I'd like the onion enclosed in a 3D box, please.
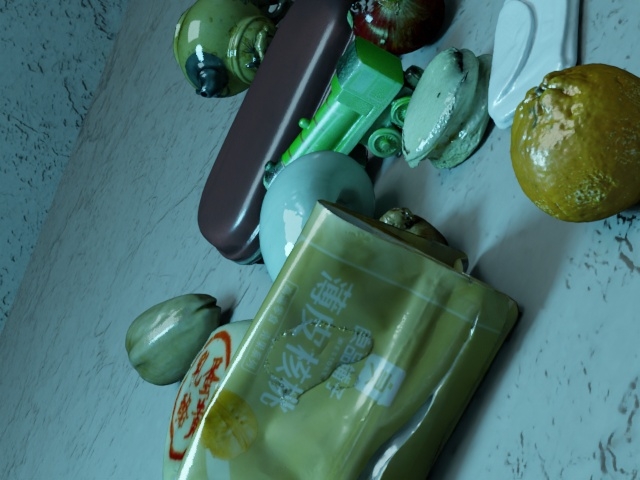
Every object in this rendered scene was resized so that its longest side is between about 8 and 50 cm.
[{"bbox_3d":[0.097,-0.281,1.644,0.117,0.118,0.118,-65,20,8],"label":"onion"}]

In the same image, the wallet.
[{"bbox_3d":[0.216,-0.206,1.373,0.124,0.032,0.183,-37,33,47],"label":"wallet"}]

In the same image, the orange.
[{"bbox_3d":[0.216,-0.082,1.110,0.135,0.117,0.135,-59,16,28],"label":"orange"}]

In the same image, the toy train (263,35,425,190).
[{"bbox_3d":[0.028,-0.125,1.614,0.251,0.119,0.085,-49,26,32],"label":"toy train"}]

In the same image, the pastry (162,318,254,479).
[{"bbox_3d":[-0.081,0.204,1.488,0.265,0.133,0.265,-50,29,40],"label":"pastry"}]

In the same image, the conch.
[{"bbox_3d":[-0.004,0.000,1.512,0.121,0.185,0.221,-12,25,21],"label":"conch"}]

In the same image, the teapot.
[{"bbox_3d":[-0.127,-0.323,2.198,0.182,0.173,0.269,16,51,35],"label":"teapot"}]

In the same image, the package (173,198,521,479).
[{"bbox_3d":[0.037,0.150,1.218,0.165,0.221,0.311,39,105,48],"label":"package"}]

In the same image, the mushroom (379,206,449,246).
[{"bbox_3d":[0.077,0.028,1.362,0.127,0.087,0.127,-51,21,28],"label":"mushroom"}]

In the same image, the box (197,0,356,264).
[{"bbox_3d":[-0.037,-0.157,1.819,0.404,0.108,0.263,-63,21,4],"label":"box"}]

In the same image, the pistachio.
[{"bbox_3d":[-0.207,0.138,1.915,0.185,0.126,0.108,-40,74,42],"label":"pistachio"}]

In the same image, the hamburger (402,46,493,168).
[{"bbox_3d":[0.137,-0.144,1.452,0.133,0.062,0.140,-44,31,46],"label":"hamburger"}]
